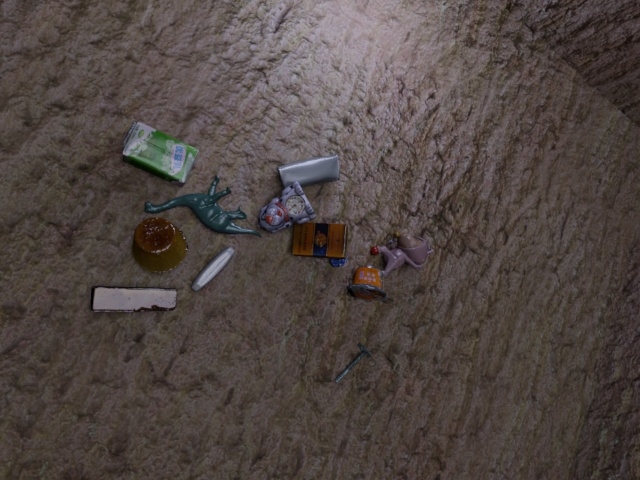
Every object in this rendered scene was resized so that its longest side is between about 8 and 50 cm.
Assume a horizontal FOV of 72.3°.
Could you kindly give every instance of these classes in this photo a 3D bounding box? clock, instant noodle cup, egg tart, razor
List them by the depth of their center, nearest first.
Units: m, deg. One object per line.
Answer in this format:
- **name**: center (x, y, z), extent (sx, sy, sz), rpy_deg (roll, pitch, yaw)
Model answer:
- **egg tart**: center (-0.631, 0.010, 1.708), extent (0.215, 0.171, 0.215), rpy_deg (5, 70, -13)
- **clock**: center (-0.164, -0.124, 1.903), extent (0.253, 0.189, 0.189), rpy_deg (-28, 95, -5)
- **razor**: center (0.144, 0.579, 2.026), extent (0.211, 0.036, 0.084), rpy_deg (-43, 98, -20)
- **instant noodle cup**: center (0.220, 0.192, 2.037), extent (0.208, 0.177, 0.126), rpy_deg (29, 58, -35)

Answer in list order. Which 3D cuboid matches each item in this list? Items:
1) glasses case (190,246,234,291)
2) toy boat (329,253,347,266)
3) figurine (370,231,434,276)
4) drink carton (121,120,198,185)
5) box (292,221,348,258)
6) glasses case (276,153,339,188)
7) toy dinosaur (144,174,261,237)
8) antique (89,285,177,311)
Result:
- **glasses case**: center (-0.446, 0.118, 1.813), extent (0.059, 0.092, 0.233), rpy_deg (46, 72, -13)
- **toy boat**: center (0.088, 0.033, 2.022), extent (0.091, 0.110, 0.175), rpy_deg (-3, 84, -25)
- **figurine**: center (0.397, 0.055, 2.115), extent (0.287, 0.176, 0.186), rpy_deg (-18, 117, -8)
- **drink carton**: center (-0.651, -0.344, 1.771), extent (0.270, 0.108, 0.161), rpy_deg (24, 76, -17)
- **box**: center (0.000, 0.000, 1.956), extent (0.237, 0.070, 0.152), rpy_deg (3, 81, 8)
- **glasses case**: center (-0.054, -0.309, 2.018), extent (0.307, 0.083, 0.129), rpy_deg (-15, 96, -22)
- **toy dinosaur**: center (-0.489, -0.079, 1.827), extent (0.330, 0.129, 0.384), rpy_deg (-36, 99, -10)
- **antique**: center (-0.717, 0.227, 1.697), extent (0.309, 0.087, 0.094), rpy_deg (4, 85, -22)
